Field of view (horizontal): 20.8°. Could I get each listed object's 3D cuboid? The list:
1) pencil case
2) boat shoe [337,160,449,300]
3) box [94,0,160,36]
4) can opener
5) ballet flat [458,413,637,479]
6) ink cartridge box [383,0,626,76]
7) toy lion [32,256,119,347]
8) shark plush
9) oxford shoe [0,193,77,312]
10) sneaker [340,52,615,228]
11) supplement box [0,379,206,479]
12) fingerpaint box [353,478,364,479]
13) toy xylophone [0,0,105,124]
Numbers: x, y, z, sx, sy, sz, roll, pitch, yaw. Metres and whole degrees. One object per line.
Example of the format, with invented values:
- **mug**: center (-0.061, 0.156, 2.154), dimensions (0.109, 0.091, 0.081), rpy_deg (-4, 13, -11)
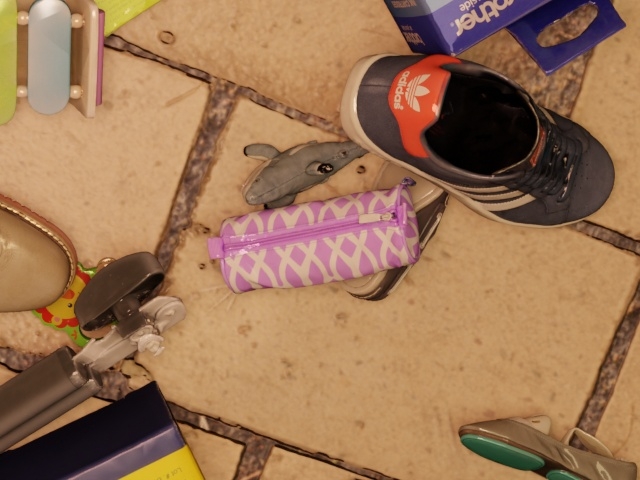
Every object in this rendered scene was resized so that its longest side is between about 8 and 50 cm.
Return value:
- **pencil case**: center (0.000, 0.000, 1.727), dimensions (0.206, 0.088, 0.086), rpy_deg (-12, 84, 13)
- **boat shoe**: center (0.089, -0.028, 1.797), dimensions (0.206, 0.075, 0.065), rpy_deg (-58, 147, -5)
- **box**: center (-0.216, -0.300, 1.694), dimensions (0.109, 0.042, 0.178), rpy_deg (-34, 103, -6)
- **can opener**: center (-0.254, 0.122, 1.721), dimensions (0.280, 0.074, 0.093), rpy_deg (-36, 66, 5)
- **ballet flat**: center (0.243, 0.223, 1.858), dimensions (0.213, 0.072, 0.068), rpy_deg (26, 65, -14)
- **ink cartridge box**: center (0.157, -0.358, 1.710), dimensions (0.270, 0.151, 0.395), rpy_deg (-32, 104, -5)
- **toy lion**: center (-0.240, 0.063, 1.750), dimensions (0.096, 0.034, 0.100), rpy_deg (-17, 101, -1)
- **shark plush**: center (-0.003, -0.067, 1.757), dimensions (0.161, 0.067, 0.073), rpy_deg (-9, 99, -10)
- **oxford shoe**: center (-0.420, 0.018, 1.625), dimensions (0.397, 0.146, 0.140), rpy_deg (10, 117, -18)
- **sneaker**: center (0.189, -0.089, 1.705), dimensions (0.350, 0.148, 0.131), rpy_deg (15, 85, -37)
- **supplement box**: center (-0.166, 0.352, 1.720), dimensions (0.194, 0.195, 0.356), rpy_deg (-25, 101, -7)
- **fingerpaint box**: center (0.205, 0.486, 1.829), dimensions (0.445, 0.163, 0.371), rpy_deg (14, 94, -13)
- **toy xylophone**: center (-0.365, -0.209, 1.637), dimensions (0.323, 0.081, 0.236), rpy_deg (-7, 113, -8)
